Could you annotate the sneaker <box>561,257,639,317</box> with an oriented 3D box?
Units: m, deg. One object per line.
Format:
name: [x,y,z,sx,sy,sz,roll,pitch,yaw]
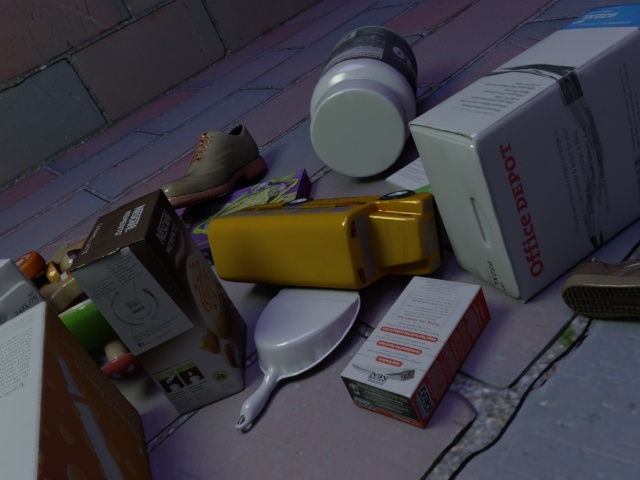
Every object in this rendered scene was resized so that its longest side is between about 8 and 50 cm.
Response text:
sneaker: [0.339,0.042,0.568,0.188,0.066,0.071,6,41,43]

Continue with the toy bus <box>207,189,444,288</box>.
toy bus: [0.000,0.000,0.827,0.332,0.108,0.130,0,16,39]

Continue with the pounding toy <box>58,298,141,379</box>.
pounding toy: [-0.317,0.163,0.845,0.237,0.110,0.183,-32,-11,17]

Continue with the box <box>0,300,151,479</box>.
box: [-0.289,0.250,0.578,0.168,0.215,0.345,-31,30,-10]

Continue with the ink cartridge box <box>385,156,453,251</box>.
ink cartridge box: [0.234,-0.092,0.846,0.219,0.093,0.160,-32,30,-12]

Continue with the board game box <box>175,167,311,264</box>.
board game box: [-0.193,-0.028,1.136,0.346,0.056,0.208,-16,34,18]

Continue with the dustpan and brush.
dustpan and brush: [-0.048,0.145,0.736,0.147,0.060,0.211,-1,31,40]

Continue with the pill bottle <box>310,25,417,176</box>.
pill bottle: [0.091,-0.285,1.163,0.204,0.204,0.361,-15,31,20]

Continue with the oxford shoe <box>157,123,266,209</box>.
oxford shoe: [-0.244,-0.158,1.226,0.123,0.130,0.348,-12,17,26]

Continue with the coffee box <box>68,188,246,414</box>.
coffee box: [-0.193,0.080,0.748,0.098,0.246,0.141,-23,29,6]

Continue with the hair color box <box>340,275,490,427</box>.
hair color box: [0.109,0.117,0.646,0.093,0.053,0.167,6,41,43]

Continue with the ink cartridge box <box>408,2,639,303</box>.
ink cartridge box: [0.288,-0.111,0.697,0.307,0.223,0.129,-33,29,-12]

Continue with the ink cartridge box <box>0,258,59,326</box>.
ink cartridge box: [-0.611,0.167,0.993,0.270,0.197,0.198,-3,36,36]

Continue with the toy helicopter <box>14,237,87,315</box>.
toy helicopter: [-0.400,0.041,1.062,0.355,0.140,0.235,-5,37,41]

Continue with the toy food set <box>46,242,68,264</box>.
toy food set: [-0.530,0.056,1.286,0.192,0.038,0.132,-2,44,28]
